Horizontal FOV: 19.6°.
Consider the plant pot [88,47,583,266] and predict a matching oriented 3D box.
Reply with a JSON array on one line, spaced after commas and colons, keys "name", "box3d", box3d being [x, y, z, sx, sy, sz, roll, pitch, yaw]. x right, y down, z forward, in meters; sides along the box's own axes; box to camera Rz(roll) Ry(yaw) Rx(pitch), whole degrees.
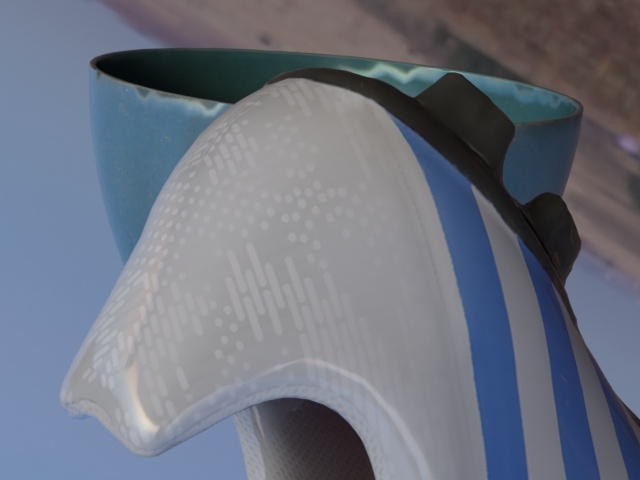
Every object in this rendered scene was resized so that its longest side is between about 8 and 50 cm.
[{"name": "plant pot", "box3d": [0.000, 0.000, 1.111, 0.290, 0.195, 0.290, 6, -168, -1]}]

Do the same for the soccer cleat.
[{"name": "soccer cleat", "box3d": [0.055, 0.098, 0.540, 0.331, 0.143, 0.116, 48, 158, -26]}]
